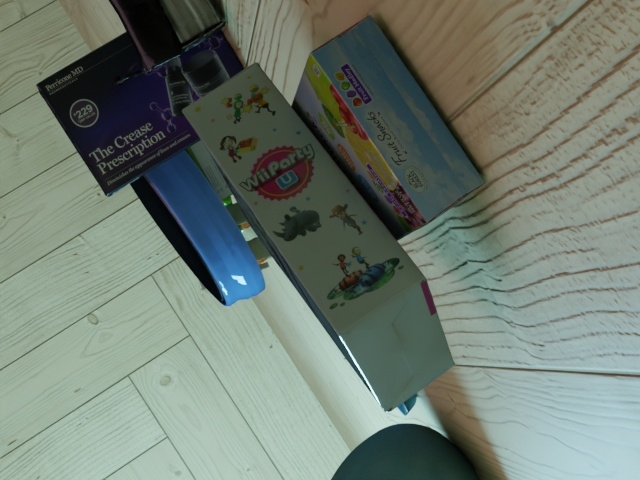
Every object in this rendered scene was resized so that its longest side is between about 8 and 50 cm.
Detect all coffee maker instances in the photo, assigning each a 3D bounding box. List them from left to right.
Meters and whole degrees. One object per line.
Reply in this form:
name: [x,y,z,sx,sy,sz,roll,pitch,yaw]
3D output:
coffee maker: [-0.238,-0.320,1.315,0.178,0.171,0.120,60,171,-16]

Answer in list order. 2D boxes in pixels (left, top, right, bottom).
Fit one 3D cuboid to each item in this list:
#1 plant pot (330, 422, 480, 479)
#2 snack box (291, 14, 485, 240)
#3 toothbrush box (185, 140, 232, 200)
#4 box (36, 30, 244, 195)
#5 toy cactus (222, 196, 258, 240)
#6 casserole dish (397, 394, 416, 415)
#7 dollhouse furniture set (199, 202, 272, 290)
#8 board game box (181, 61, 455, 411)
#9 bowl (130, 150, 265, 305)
plant pot: [0.142,0.417,1.635,0.195,0.290,0.290,-79,-30,-49]
snack box: [0.052,-0.090,0.923,0.174,0.070,0.207,56,172,2]
toothbrush box: [-0.214,-0.219,1.677,0.283,0.122,0.206,46,165,54]
box: [-0.245,-0.208,1.440,0.184,0.261,0.103,58,170,-6]
toy cactus: [-0.197,-0.067,2.218,0.180,0.112,0.219,41,180,-38]
casserole dish: [0.110,0.221,1.733,0.188,0.037,0.114,50,168,41]
dollhouse furniture set: [-0.210,-0.032,1.978,0.262,0.135,0.259,-30,81,61]
board game box: [0.000,0.000,1.005,0.303,0.097,0.224,52,174,30]
bowl: [-0.239,-0.054,1.717,0.391,0.077,0.391,51,167,16]
